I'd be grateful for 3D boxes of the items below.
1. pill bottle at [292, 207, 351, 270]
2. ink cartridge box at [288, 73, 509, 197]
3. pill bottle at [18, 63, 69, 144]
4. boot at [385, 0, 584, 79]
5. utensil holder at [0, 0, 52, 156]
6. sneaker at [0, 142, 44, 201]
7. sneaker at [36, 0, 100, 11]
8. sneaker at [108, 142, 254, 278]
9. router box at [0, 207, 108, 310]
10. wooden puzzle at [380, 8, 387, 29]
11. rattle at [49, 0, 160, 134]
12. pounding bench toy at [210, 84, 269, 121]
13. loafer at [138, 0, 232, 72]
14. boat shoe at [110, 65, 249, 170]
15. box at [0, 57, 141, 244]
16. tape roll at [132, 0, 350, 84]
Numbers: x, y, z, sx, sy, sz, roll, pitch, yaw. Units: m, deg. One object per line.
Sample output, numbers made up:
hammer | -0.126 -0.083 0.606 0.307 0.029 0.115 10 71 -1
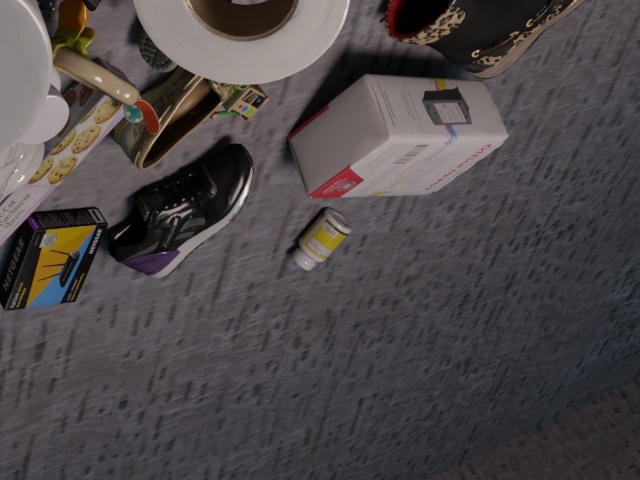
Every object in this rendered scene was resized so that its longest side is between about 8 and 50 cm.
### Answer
pill bottle | 0.000 0.000 2.437 0.116 0.065 0.065 -48 148 18
ink cartridge box | 0.134 -0.176 2.219 0.306 0.131 0.226 -5 158 -44
pill bottle | -0.394 -0.213 1.627 0.108 0.193 0.108 -26 148 -18
boot | 0.295 -0.432 2.100 0.284 0.138 0.377 5 137 -50
utensil holder | -0.462 -0.275 1.255 0.327 0.385 0.328 -20 146 -14
sneaker | -0.483 -0.071 1.718 0.152 0.114 0.305 71 31 -51
sneaker | -0.353 -0.326 1.605 0.188 0.067 0.078 8 115 -31
sneaker | -0.230 -0.053 2.100 0.283 0.107 0.124 -47 142 15
router box | -0.430 0.030 2.056 0.133 0.046 0.179 -7 138 -40
wooden puzzle | 0.127 -0.366 2.137 0.049 0.006 0.083 -41 149 6
rattle | -0.280 -0.252 1.746 0.199 0.130 0.143 26 72 -24
pounding bench toy | -0.134 -0.217 2.025 0.083 0.052 0.065 -45 149 13
loafer | -0.168 -0.349 1.799 0.251 0.094 0.087 -49 175 30
boat shoe | -0.182 -0.217 1.939 0.285 0.089 0.104 -40 149 4
box | -0.397 -0.124 1.869 0.324 0.063 0.067 -44 148 10
tape roll | -0.099 -0.347 1.665 0.286 0.100 0.286 0 127 0
